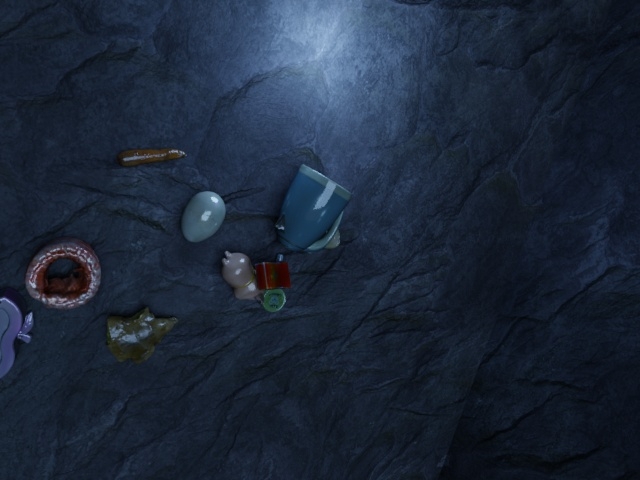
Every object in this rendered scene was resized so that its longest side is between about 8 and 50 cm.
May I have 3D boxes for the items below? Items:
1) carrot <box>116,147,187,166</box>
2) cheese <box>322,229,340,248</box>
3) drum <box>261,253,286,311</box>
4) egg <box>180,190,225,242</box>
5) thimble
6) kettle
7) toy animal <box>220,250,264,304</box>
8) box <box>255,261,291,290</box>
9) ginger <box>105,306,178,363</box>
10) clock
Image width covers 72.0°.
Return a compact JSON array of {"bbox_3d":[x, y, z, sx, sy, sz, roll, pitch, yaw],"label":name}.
[{"bbox_3d":[-0.610,-0.307,1.600,0.247,0.059,0.059,-12,108,-27],"label":"carrot"},{"bbox_3d":[0.000,0.000,2.000,0.192,0.037,0.097,-9,106,-26],"label":"cheese"},{"bbox_3d":[-0.217,0.190,1.933,0.130,0.049,0.253,-9,102,-26],"label":"drum"},{"bbox_3d":[-0.450,-0.088,1.681,0.151,0.151,0.209,29,90,-30],"label":"egg"},{"bbox_3d":[-0.876,0.113,1.512,0.239,0.162,0.239,-8,107,-28],"label":"thimble"},{"bbox_3d":[-0.030,-0.098,1.859,0.319,0.247,0.342,25,98,-41],"label":"kettle"},{"bbox_3d":[-0.319,0.142,1.801,0.248,0.149,0.165,48,45,-32],"label":"toy animal"},{"bbox_3d":[-0.195,0.148,1.826,0.175,0.048,0.112,8,72,-60],"label":"box"},{"bbox_3d":[-0.680,0.361,1.694,0.270,0.123,0.219,-6,103,-26],"label":"ginger"},{"bbox_3d":[-1.144,0.313,1.456,0.338,0.102,0.339,-7,107,-26],"label":"clock"}]
